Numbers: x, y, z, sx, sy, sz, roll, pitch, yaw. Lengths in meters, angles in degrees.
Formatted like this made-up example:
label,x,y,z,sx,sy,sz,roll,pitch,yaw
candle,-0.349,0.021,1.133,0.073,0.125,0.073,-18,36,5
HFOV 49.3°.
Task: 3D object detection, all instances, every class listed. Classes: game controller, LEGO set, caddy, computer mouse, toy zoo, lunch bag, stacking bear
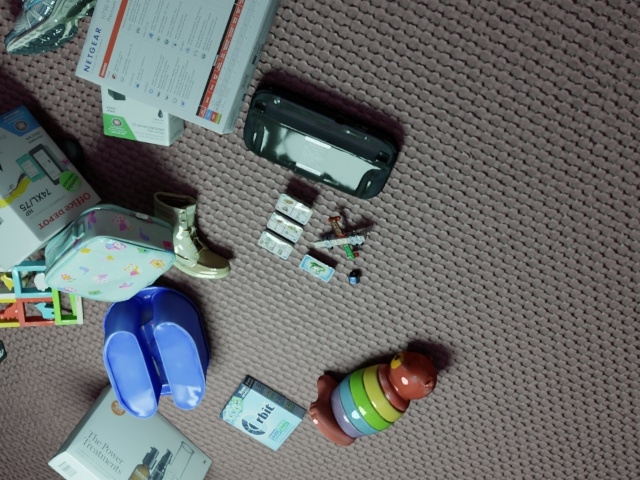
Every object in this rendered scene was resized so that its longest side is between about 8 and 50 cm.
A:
label,x,y,z,sx,sy,sz,roll,pitch,yaw
game controller,-0.005,-0.196,1.427,0.319,0.067,0.166,24,138,2
LEGO set,0.000,0.000,1.557,0.244,0.060,0.182,29,136,-1
caddy,-0.409,0.276,1.753,0.241,0.179,0.341,-10,119,-5
computer mouse,-0.593,-0.126,1.641,0.071,0.041,0.242,14,124,7
toy zoo,-0.764,0.138,1.782,0.293,0.030,0.192,-1,123,-13
lunch bag,-0.466,0.028,1.530,0.224,0.108,0.279,22,138,-39
stacking bear,0.143,0.359,1.657,0.289,0.175,0.164,-33,105,22

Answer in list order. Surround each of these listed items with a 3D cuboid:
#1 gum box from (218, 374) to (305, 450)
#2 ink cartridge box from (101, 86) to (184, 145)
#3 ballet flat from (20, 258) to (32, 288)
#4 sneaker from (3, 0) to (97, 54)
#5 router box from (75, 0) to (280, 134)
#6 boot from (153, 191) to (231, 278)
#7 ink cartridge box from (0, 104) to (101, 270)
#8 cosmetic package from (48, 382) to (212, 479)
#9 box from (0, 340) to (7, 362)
label,x,y,z,sx,sy,sz,roll,pitch,yaw
gum box,-0.157,0.463,1.867,0.184,0.041,0.157,31,124,-5
ink cartridge box,-0.365,-0.316,1.434,0.153,0.087,0.208,11,122,9
ballet flat,-0.778,0.094,1.827,0.041,0.041,0.114,20,123,4
sneaker,-0.539,-0.474,1.398,0.283,0.110,0.122,-27,92,25
router box,-0.251,-0.405,1.282,0.301,0.082,0.335,23,102,2
boot,-0.296,-0.012,1.602,0.213,0.077,0.165,21,122,8
ink cartridge box,-0.678,-0.113,1.549,0.197,0.198,0.270,-27,106,41
cosmetic package,-0.504,0.605,1.908,0.097,0.284,0.377,-36,106,29
box,-1.065,0.352,1.959,0.270,0.216,0.060,5,122,12
